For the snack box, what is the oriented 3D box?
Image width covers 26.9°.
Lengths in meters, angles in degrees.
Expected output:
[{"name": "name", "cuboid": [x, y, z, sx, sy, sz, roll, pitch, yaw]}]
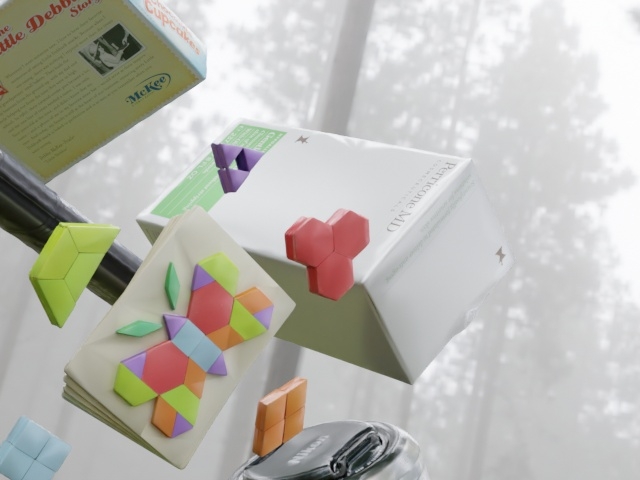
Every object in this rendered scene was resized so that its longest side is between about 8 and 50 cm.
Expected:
[{"name": "snack box", "cuboid": [-0.294, -0.154, 1.327, 0.322, 0.060, 0.187, -30, -51, 21]}]

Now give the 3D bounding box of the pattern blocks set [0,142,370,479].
[{"name": "pattern blocks set", "cuboid": [-0.107, 0.079, 1.067, 0.285, 0.325, 0.026, 29, -9, -35]}]

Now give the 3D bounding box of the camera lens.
[{"name": "camera lens", "cuboid": [0.029, 0.341, 1.395, 0.219, 0.274, 0.219, -17, 11, 3]}]

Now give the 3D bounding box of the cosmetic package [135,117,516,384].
[{"name": "cosmetic package", "cuboid": [0.000, 0.000, 1.452, 0.365, 0.197, 0.155, 12, -39, 44]}]

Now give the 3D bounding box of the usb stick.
[{"name": "usb stick", "cuboid": [-0.203, 0.004, 1.115, 0.077, 0.045, 0.278, 6, -26, 40]}]
